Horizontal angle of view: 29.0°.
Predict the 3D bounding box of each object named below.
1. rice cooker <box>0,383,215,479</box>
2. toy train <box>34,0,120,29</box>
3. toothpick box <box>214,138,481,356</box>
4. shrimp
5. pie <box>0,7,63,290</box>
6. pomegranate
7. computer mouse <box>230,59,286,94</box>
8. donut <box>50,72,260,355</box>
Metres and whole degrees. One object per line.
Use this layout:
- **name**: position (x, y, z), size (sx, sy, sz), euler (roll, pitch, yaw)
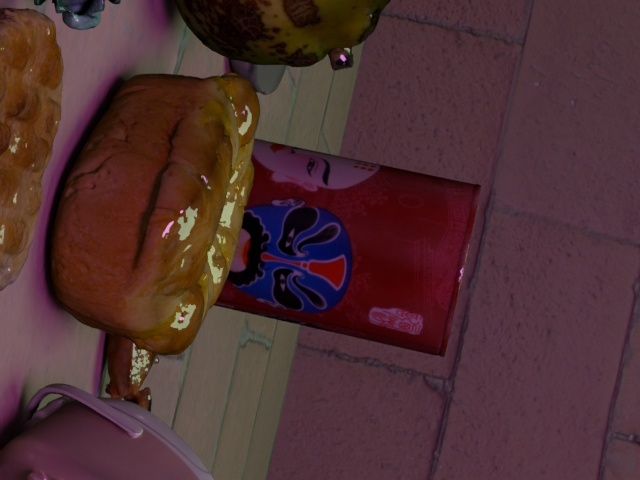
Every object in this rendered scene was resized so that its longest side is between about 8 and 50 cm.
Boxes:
- **rice cooker**: position (-0.168, 0.207, 0.962), size (0.127, 0.206, 0.145), euler (-33, 149, -56)
- **toy train**: position (-0.156, -0.222, 0.779), size (0.099, 0.070, 0.172), euler (-111, -158, -48)
- **toothpick box**: position (0.000, 0.000, 1.409), size (0.204, 0.333, 0.204), euler (11, 90, -84)
- **shrimp**: position (-0.179, 0.087, 1.257), size (0.132, 0.052, 0.187), euler (57, 43, -81)
- **pie**: position (-0.209, -0.053, 0.773), size (0.195, 0.046, 0.195), euler (12, 90, -85)
- **pomegranate**: position (-0.039, -0.289, 1.128), size (0.204, 0.222, 0.276), euler (49, -15, 42)
- **computer mouse**: position (-0.037, -0.345, 1.549), size (0.197, 0.095, 0.330), euler (-9, 110, -79)
- **donut**: position (-0.139, -0.024, 1.070), size (0.261, 0.128, 0.208), euler (-70, 171, -52)
